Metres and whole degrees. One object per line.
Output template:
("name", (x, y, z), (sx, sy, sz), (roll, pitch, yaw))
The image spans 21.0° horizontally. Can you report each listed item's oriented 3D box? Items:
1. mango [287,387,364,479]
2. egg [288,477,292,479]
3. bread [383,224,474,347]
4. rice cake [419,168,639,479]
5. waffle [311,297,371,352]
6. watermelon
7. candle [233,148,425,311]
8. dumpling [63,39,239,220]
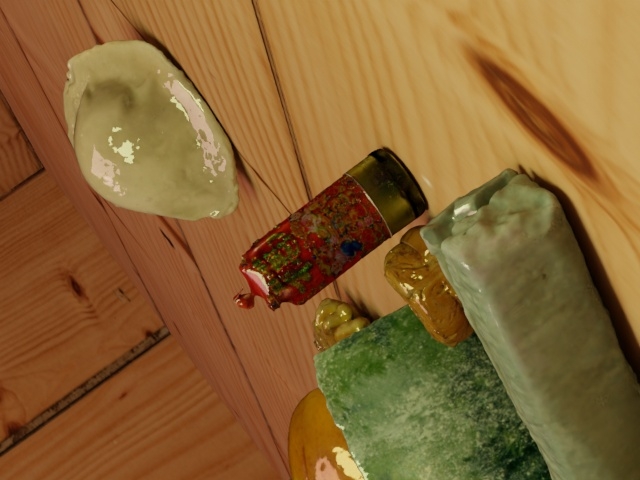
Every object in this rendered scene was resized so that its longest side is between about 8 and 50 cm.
("mango", (0.066, 0.219, 1.365), (0.187, 0.138, 0.257), (31, 152, 54))
("egg", (0.048, 0.357, 1.758), (0.230, 0.230, 0.371), (48, 174, 33))
("bread", (0.073, 0.029, 1.065), (0.083, 0.046, 0.081), (47, 173, 30))
("rice cake", (0.152, 0.111, 0.913), (0.336, 0.066, 0.063), (61, 177, -28))
("waffle", (0.054, 0.130, 1.499), (0.192, 0.046, 0.160), (56, 171, -10))
("watermelon", (0.111, 0.160, 1.190), (0.193, 0.139, 0.257), (59, 180, 22))
("candle", (0.000, 0.000, 1.061), (0.052, 0.130, 0.052), (53, 172, 10))
("dumpling", (-0.152, -0.103, 1.562), (0.111, 0.181, 0.155), (-82, 4, -52))
